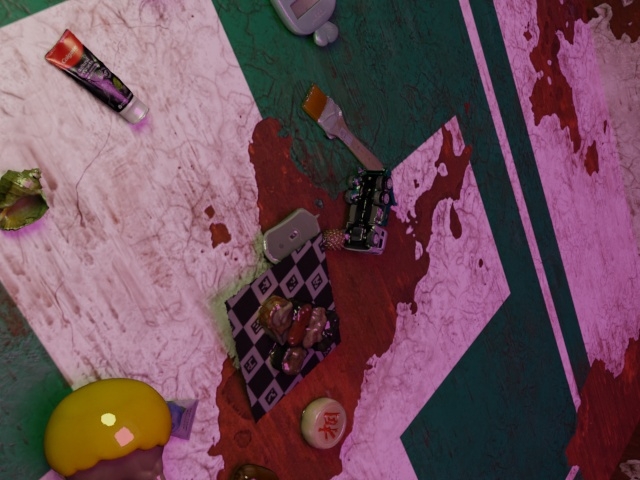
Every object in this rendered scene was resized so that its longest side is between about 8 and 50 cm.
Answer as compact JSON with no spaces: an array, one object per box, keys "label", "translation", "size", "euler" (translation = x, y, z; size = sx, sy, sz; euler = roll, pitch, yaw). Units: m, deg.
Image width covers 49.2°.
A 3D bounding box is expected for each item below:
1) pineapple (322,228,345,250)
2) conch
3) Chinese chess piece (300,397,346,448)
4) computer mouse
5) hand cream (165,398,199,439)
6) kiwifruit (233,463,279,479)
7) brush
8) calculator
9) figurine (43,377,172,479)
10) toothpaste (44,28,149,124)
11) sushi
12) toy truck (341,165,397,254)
[{"label":"pineapple","translation":[0.000,0.000,1.652],"size":[0.124,0.058,0.058],"euler":[-4,95,-44]},{"label":"conch","translation":[-0.489,-0.066,1.142],"size":[0.089,0.074,0.121],"euler":[33,89,-5]},{"label":"Chinese chess piece","translation":[0.009,0.441,1.684],"size":[0.122,0.051,0.122],"euler":[-3,95,-45]},{"label":"computer mouse","translation":[-0.068,-0.010,1.578],"size":[0.182,0.056,0.089],"euler":[-41,101,-33]},{"label":"hand cream","translation":[-0.294,0.350,1.382],"size":[0.142,0.053,0.084],"euler":[28,71,-53]},{"label":"kiwifruit","translation":[-0.138,0.532,1.528],"size":[0.124,0.075,0.075],"euler":[41,64,-43]},{"label":"brush","translation":[0.070,-0.253,1.734],"size":[0.336,0.020,0.085],"euler":[41,64,-38]},{"label":"calculator","translation":[-0.051,-0.575,1.585],"size":[0.184,0.042,0.295],"euler":[-50,122,-32]},{"label":"figurine","translation":[-0.354,0.406,1.240],"size":[0.215,0.187,0.343],"euler":[-22,114,-30]},{"label":"toothpaste","translation":[-0.397,-0.285,1.252],"size":[0.193,0.045,0.071],"euler":[44,62,-30]},{"label":"sushi","translation":[-0.045,0.200,1.557],"size":[0.320,0.069,0.339],"euler":[-36,129,-39]},{"label":"toy truck","translation":[0.131,-0.070,1.747],"size":[0.116,0.110,0.216],"euler":[23,75,-55]}]
